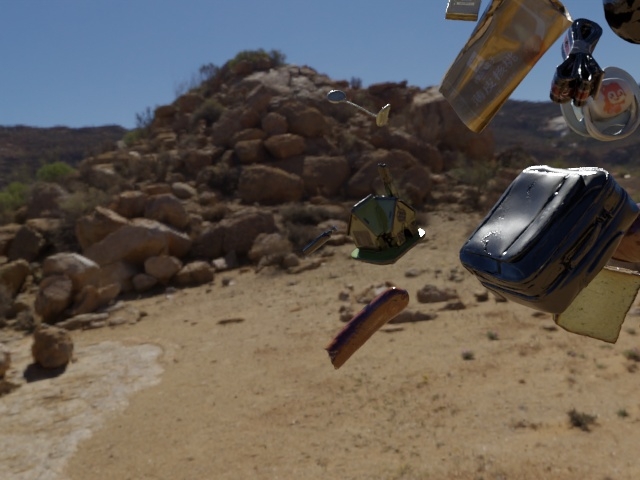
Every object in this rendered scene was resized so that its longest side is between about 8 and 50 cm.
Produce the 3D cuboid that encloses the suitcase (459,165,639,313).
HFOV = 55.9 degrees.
[{"bbox_3d":[0.536,-0.008,1.434,0.345,0.188,0.339,-49,19,-7],"label":"suitcase"}]

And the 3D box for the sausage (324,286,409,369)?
[{"bbox_3d":[0.127,0.237,1.686,0.302,0.076,0.103,-45,7,7],"label":"sausage"}]

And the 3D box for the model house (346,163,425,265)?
[{"bbox_3d":[0.180,-0.092,1.953,0.218,0.278,0.205,-38,27,-33],"label":"model house"}]

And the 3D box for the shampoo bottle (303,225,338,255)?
[{"bbox_3d":[0.000,0.000,2.023,0.137,0.027,0.048,-38,-20,14],"label":"shampoo bottle"}]

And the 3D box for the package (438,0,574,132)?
[{"bbox_3d":[0.411,-0.443,1.411,0.311,0.165,0.221,-54,8,35],"label":"package"}]

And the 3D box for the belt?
[{"bbox_3d":[0.712,-0.498,1.667,0.126,0.094,0.359,11,47,15],"label":"belt"}]

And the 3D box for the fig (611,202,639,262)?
[{"bbox_3d":[1.060,-0.019,2.029,0.235,0.214,0.235,-43,10,9],"label":"fig"}]

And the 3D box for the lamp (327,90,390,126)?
[{"bbox_3d":[0.095,-0.355,1.550,0.198,0.056,0.050,33,58,30],"label":"lamp"}]

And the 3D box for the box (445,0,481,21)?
[{"bbox_3d":[0.406,-0.661,1.703,0.090,0.023,0.133,9,48,12],"label":"box"}]

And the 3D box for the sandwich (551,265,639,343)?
[{"bbox_3d":[1.056,0.229,2.326,0.271,0.301,0.099,18,15,5],"label":"sandwich"}]

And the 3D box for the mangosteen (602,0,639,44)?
[{"bbox_3d":[0.909,-0.634,1.596,0.275,0.275,0.302,-8,44,-11],"label":"mangosteen"}]

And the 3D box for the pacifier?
[{"bbox_3d":[0.956,-0.461,2.105,0.300,0.244,0.233,-19,5,-7],"label":"pacifier"}]
